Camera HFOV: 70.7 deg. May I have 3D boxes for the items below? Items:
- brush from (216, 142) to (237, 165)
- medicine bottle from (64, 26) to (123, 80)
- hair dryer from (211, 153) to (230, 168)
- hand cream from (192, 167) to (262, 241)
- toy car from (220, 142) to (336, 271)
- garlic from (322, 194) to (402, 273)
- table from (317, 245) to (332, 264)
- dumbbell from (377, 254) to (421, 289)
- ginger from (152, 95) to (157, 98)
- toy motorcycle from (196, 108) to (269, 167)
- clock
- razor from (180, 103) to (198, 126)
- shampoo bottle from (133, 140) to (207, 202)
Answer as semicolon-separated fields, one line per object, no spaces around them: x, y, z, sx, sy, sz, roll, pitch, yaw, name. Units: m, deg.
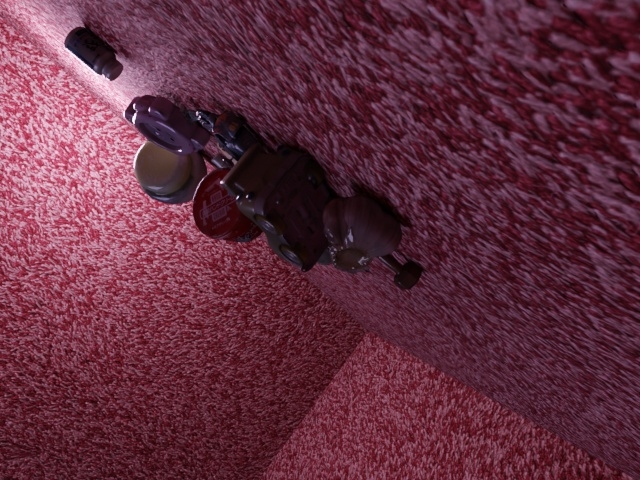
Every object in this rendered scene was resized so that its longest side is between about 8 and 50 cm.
-0.314;-0.283;1.771;0.103;0.013;0.272;-20;124;29;brush
-0.838;-0.689;1.677;0.191;0.107;0.107;40;170;-9;medicine bottle
-0.441;-0.343;2.004;0.082;0.047;0.137;43;176;-18;hair dryer
-0.277;-0.107;1.426;0.230;0.230;0.149;32;-169;31;hand cream
-0.101;-0.099;1.320;0.226;0.242;0.336;24;161;34;toy car
0.102;-0.003;1.197;0.207;0.207;0.256;35;176;16;garlic
0.000;0.000;1.729;0.126;0.126;0.220;34;170;25;table
0.206;0.058;1.393;0.231;0.082;0.092;40;171;-7;dumbbell
-0.712;-0.568;1.902;0.096;0.067;0.165;38;157;2;ginger
-0.246;-0.292;1.382;0.307;0.108;0.173;42;164;-28;toy motorcycle
-0.599;-0.451;1.783;0.295;0.113;0.322;37;162;-36;clock
-0.345;-0.374;1.537;0.278;0.056;0.111;30;169;5;razor
-0.716;-0.336;2.193;0.322;0.322;0.317;36;-178;12;shampoo bottle
